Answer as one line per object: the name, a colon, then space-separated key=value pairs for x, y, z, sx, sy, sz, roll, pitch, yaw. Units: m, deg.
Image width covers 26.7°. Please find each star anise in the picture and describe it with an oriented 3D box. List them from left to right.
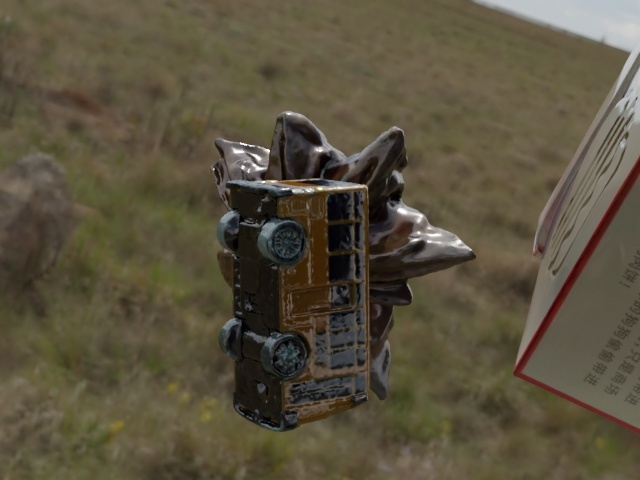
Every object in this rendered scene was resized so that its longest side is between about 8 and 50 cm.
star anise: x=0.015 y=0.011 z=1.320 sx=0.315 sy=0.315 sz=0.108 roll=23 pitch=35 yaw=20

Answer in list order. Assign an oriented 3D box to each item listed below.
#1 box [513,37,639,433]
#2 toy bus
box: x=0.375 y=-0.005 z=1.177 sx=0.312 sy=0.314 sz=0.300 roll=25 pitch=33 yaw=2
toy bus: x=-0.018 y=0.050 z=1.133 sx=0.114 sy=0.201 sz=0.098 roll=-6 pitch=9 yaw=-31
